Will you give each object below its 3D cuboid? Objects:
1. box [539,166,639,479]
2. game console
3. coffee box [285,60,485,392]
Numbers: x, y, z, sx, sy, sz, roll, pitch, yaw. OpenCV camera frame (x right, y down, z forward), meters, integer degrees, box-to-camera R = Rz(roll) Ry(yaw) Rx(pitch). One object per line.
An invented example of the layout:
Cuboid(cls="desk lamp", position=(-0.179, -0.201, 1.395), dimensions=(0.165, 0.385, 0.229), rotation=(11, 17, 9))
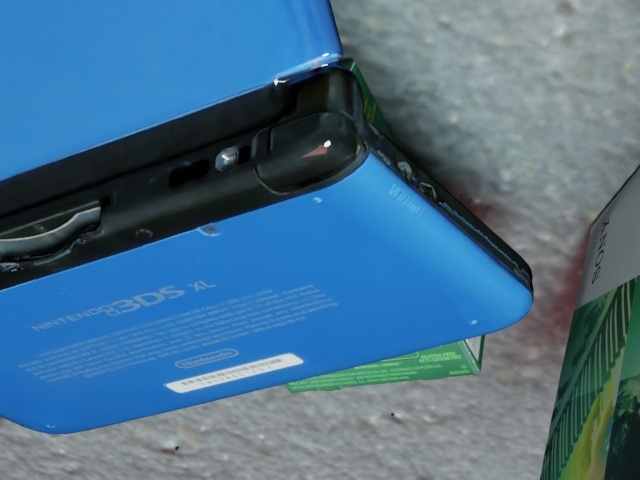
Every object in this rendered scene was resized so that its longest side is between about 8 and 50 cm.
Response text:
Cuboid(cls="box", position=(0.178, -0.010, 0.540), dimensions=(0.058, 0.232, 0.322), rotation=(25, 137, -5))
Cuboid(cls="game console", position=(-0.087, -0.051, 0.669), dimensions=(0.293, 0.173, 0.250), rotation=(-16, 147, 30))
Cuboid(cls="coffee box", position=(0.000, 0.000, 0.740), dimensions=(0.113, 0.040, 0.184), rotation=(-9, 133, 27))
